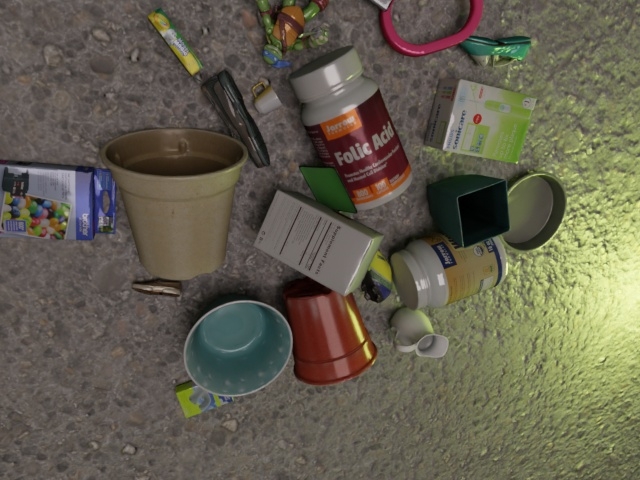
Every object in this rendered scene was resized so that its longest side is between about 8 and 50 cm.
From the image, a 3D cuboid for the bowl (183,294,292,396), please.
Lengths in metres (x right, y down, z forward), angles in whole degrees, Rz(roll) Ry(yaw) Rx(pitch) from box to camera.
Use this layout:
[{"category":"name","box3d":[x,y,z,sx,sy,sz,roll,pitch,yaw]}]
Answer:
[{"category":"bowl","box3d":[-0.253,0.286,1.435,0.311,0.163,0.312,-7,111,-18]}]

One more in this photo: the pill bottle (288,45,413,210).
[{"category":"pill bottle","box3d":[0.084,-0.298,1.306,0.224,0.224,0.392,-32,116,-6]}]

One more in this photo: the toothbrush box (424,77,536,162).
[{"category":"toothbrush box","box3d":[0.488,-0.365,1.479,0.283,0.122,0.206,6,107,-19]}]

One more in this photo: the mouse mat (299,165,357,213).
[{"category":"mouse mat","box3d":[0.020,-0.146,1.363,0.007,0.189,0.153,-40,118,-21]}]

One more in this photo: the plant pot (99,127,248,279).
[{"category":"plant pot","box3d":[-0.353,-0.083,1.206,0.333,0.334,0.306,-4,121,-18]}]

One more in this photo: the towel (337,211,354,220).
[{"category":"towel","box3d":[0.066,-0.018,1.513,0.113,0.023,0.152,-26,115,-9]}]

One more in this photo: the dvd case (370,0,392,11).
[{"category":"dvd case","box3d":[0.114,-0.744,1.240,0.253,0.022,0.180,29,98,-13]}]

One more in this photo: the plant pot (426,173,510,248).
[{"category":"plant pot","box3d":[0.435,-0.111,1.489,0.165,0.234,0.166,-20,114,-12]}]

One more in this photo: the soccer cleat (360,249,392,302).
[{"category":"soccer cleat","box3d":[0.169,0.068,1.542,0.121,0.093,0.289,-42,129,-36]}]

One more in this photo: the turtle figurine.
[{"category":"turtle figurine","box3d":[-0.056,-0.568,1.157,0.266,0.197,0.275,-62,159,-10]}]

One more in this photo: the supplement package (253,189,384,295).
[{"category":"supplement package","box3d":[0.000,0.000,1.335,0.292,0.177,0.175,28,100,13]}]

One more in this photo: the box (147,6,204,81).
[{"category":"box","box3d":[-0.342,-0.467,1.165,0.043,0.105,0.179,-36,117,-3]}]

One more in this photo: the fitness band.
[{"category":"fitness band","box3d":[0.307,-0.631,1.331,0.290,0.054,0.209,-20,102,-5]}]

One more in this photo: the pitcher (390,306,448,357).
[{"category":"pitcher","box3d":[0.298,0.308,1.607,0.177,0.207,0.126,2,108,-19]}]

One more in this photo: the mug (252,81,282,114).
[{"category":"mug","box3d":[-0.148,-0.378,1.299,0.064,0.078,0.062,-33,149,4]}]

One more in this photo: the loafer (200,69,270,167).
[{"category":"loafer","box3d":[-0.223,-0.310,1.283,0.084,0.096,0.268,-21,109,11]}]

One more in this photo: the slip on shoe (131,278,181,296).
[{"category":"slip on shoe","box3d":[-0.466,0.131,1.376,0.135,0.051,0.041,8,66,-13]}]

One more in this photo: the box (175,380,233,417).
[{"category":"box","box3d":[-0.359,0.485,1.538,0.178,0.042,0.109,-18,114,-12]}]

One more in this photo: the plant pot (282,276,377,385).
[{"category":"plant pot","box3d":[0.013,0.251,1.474,0.272,0.272,0.265,-19,106,-12]}]

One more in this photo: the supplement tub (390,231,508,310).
[{"category":"supplement tub","box3d":[0.407,0.085,1.553,0.316,0.228,0.229,-18,114,-13]}]

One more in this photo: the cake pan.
[{"category":"cake pan","box3d":[0.730,-0.102,1.694,0.293,0.054,0.294,-6,111,-17]}]

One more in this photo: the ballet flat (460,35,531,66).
[{"category":"ballet flat","box3d":[0.515,-0.564,1.442,0.247,0.083,0.087,-5,125,-15]}]

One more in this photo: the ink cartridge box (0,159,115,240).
[{"category":"ink cartridge box","box3d":[-0.682,-0.097,1.208,0.310,0.065,0.186,2,109,-21]}]
